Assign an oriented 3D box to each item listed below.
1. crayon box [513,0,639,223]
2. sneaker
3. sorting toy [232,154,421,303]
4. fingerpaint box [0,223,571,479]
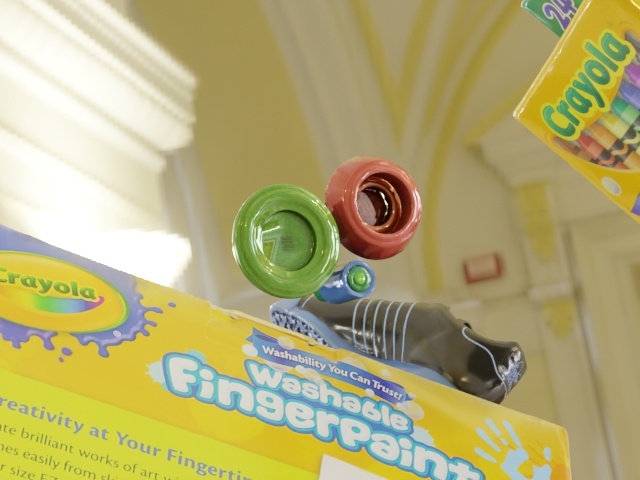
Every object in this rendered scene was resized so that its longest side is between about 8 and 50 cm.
[{"bbox_3d":[0.259,-0.079,1.192,0.083,0.323,0.203,-45,-8,-22],"label":"crayon box"},{"bbox_3d":[0.058,0.084,1.384,0.090,0.081,0.232,-34,37,-26],"label":"sneaker"},{"bbox_3d":[0.000,0.000,0.811,0.102,0.061,0.042,-20,0,-29],"label":"sorting toy"},{"bbox_3d":[-0.069,0.223,1.080,0.445,0.371,0.163,20,-51,-15],"label":"fingerpaint box"}]
